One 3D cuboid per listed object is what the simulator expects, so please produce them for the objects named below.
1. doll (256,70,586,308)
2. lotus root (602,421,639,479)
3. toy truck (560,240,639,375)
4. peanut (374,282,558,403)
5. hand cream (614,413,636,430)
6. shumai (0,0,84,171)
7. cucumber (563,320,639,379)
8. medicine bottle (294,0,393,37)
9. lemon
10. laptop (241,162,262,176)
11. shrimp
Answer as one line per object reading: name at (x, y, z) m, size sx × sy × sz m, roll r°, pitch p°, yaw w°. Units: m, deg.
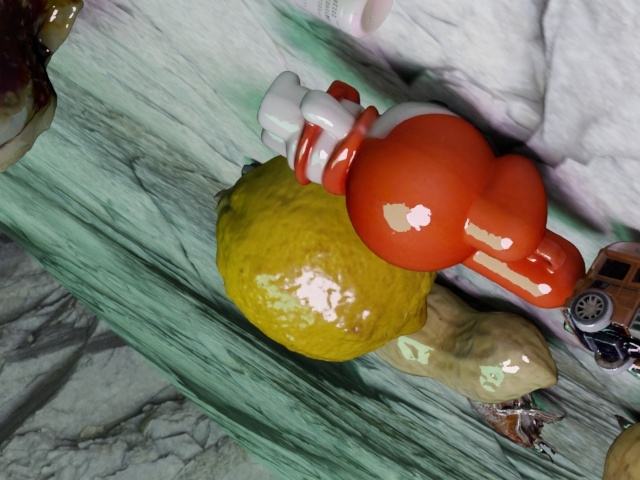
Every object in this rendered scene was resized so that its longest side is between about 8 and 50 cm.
doll at (0.084, -0.040, 1.344) m, size 0.290 × 0.130 × 0.161 m, roll 29°, pitch 162°, yaw 12°
lotus root at (0.367, 0.245, 1.516) m, size 0.160 × 0.146 × 0.284 m, roll 26°, pitch 171°, yaw -32°
toy truck at (0.284, 0.064, 1.267) m, size 0.192 × 0.092 × 0.083 m, roll 17°, pitch 156°, yaw 36°
peanut at (0.137, 0.105, 1.713) m, size 0.117 × 0.101 × 0.263 m, roll 24°, pitch 178°, yaw -44°
hand cream at (0.359, 0.231, 1.715) m, size 0.062 × 0.039 × 0.163 m, roll 20°, pitch 152°, yaw 54°
shumai at (-0.418, -0.175, 1.682) m, size 0.348 × 0.395 × 0.395 m, roll 27°, pitch 162°, yaw 41°
cucumber at (0.305, 0.094, 1.378) m, size 0.211 × 0.062 × 0.078 m, roll 30°, pitch -160°, yaw 7°
medicine bottle at (0.006, -0.187, 1.220) m, size 0.089 × 0.052 × 0.052 m, roll 31°, pitch 164°, yaw 25°
lemon at (0.006, 0.011, 1.557) m, size 0.231 × 0.192 × 0.192 m, roll 32°, pitch 166°, yaw -8°
laptop at (0.000, 0.000, 1.866) m, size 0.154 × 0.026 × 0.207 m, roll 30°, pitch 163°, yaw 30°
shrimp at (0.208, 0.175, 1.835) m, size 0.190 × 0.073 × 0.075 m, roll 52°, pitch -155°, yaw -18°
